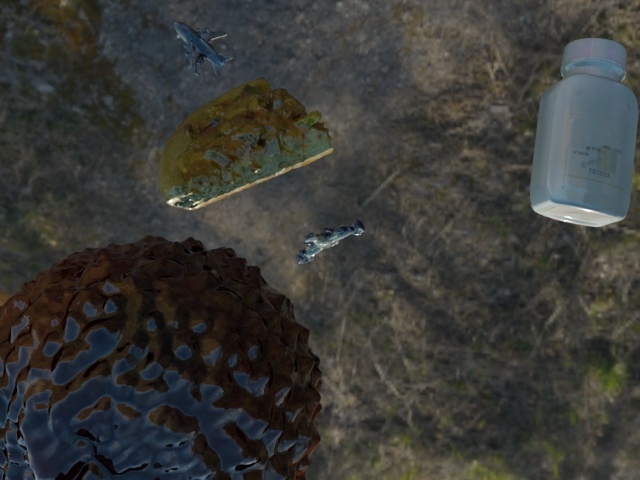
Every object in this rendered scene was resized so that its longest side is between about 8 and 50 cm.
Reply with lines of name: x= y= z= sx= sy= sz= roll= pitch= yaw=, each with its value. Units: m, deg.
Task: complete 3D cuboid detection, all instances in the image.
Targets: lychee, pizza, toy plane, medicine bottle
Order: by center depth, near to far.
lychee: x=-0.210 y=0.206 z=1.142 sx=0.424 sy=0.500 sz=0.425 roll=8 pitch=112 yaw=19
toy plane: x=-0.151 y=-0.244 z=1.208 sx=0.083 sy=0.079 sz=0.031 roll=36 pitch=148 yaw=-12
pizza: x=-0.148 y=-0.154 z=1.443 sx=0.268 sy=0.258 sz=0.087 roll=-26 pitch=120 yaw=-16
medicine bottle: x=0.442 y=-0.180 z=1.604 sx=0.161 sy=0.296 sz=0.111 roll=11 pitch=169 yaw=-15

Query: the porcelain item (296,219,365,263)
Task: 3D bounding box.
porcelain item: x=0.000 y=0.000 z=1.550 sx=0.136 sy=0.021 sz=0.075 roll=-30 pitch=158 yaw=29
